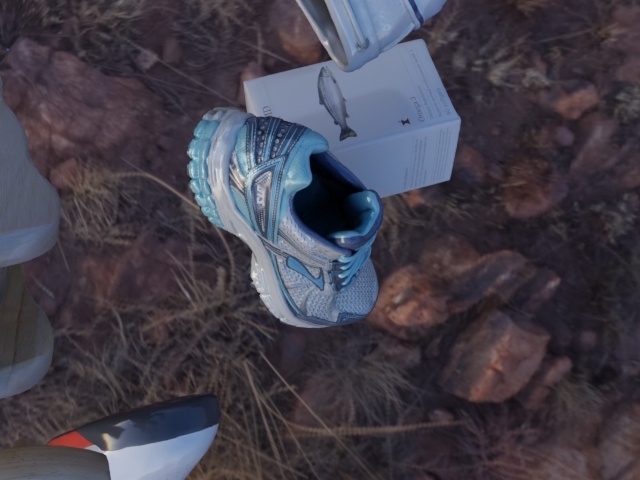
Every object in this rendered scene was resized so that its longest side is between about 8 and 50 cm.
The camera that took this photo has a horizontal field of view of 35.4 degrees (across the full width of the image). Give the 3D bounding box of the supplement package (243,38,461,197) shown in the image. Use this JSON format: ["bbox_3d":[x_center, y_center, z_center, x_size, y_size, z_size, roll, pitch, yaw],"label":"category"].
[{"bbox_3d":[0.028,-0.103,0.956,0.179,0.105,0.105,-15,62,-8],"label":"supplement package"}]

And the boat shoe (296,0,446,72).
[{"bbox_3d":[-0.056,-0.265,0.758,0.156,0.136,0.367,-42,130,1],"label":"boat shoe"}]

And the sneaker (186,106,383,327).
[{"bbox_3d":[0.000,0.000,0.848,0.283,0.122,0.110,50,54,-50],"label":"sneaker"}]

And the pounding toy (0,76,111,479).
[{"bbox_3d":[-0.191,0.035,0.403,0.154,0.269,0.154,-5,124,-27],"label":"pounding toy"}]

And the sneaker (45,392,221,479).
[{"bbox_3d":[-0.132,0.193,0.600,0.090,0.270,0.145,-2,67,-49],"label":"sneaker"}]
